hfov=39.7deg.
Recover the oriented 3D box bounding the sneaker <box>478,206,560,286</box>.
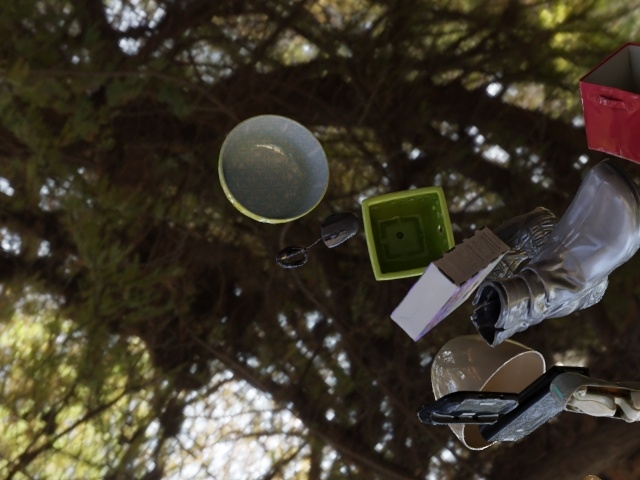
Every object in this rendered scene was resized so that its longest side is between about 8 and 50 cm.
[{"bbox_3d":[0.443,0.014,2.127,0.109,0.286,0.130,60,-168,-24],"label":"sneaker"}]

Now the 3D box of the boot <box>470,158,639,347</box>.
[{"bbox_3d":[0.356,0.040,1.366,0.223,0.338,0.118,-21,-129,-18],"label":"boot"}]

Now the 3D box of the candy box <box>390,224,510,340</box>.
[{"bbox_3d":[0.241,0.077,1.644,0.070,0.165,0.196,45,-137,14],"label":"candy box"}]

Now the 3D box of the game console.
[{"bbox_3d":[0.333,0.296,1.618,0.361,0.213,0.044,10,-137,-42],"label":"game console"}]

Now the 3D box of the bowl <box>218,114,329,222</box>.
[{"bbox_3d":[-0.137,-0.168,2.319,0.290,0.156,0.289,5,-106,-18],"label":"bowl"}]

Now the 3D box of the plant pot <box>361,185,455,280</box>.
[{"bbox_3d":[0.233,-0.014,2.440,0.207,0.227,0.228,102,158,-86],"label":"plant pot"}]

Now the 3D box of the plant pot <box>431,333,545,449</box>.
[{"bbox_3d":[0.383,0.341,2.178,0.284,0.284,0.191,5,-156,-45],"label":"plant pot"}]

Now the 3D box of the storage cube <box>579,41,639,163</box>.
[{"bbox_3d":[0.731,-0.312,2.022,0.215,0.193,0.184,-36,-142,-22],"label":"storage cube"}]

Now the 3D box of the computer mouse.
[{"bbox_3d":[0.000,0.000,2.105,0.242,0.041,0.071,-32,-67,-25],"label":"computer mouse"}]

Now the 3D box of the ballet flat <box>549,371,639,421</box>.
[{"bbox_3d":[0.467,0.260,1.408,0.213,0.072,0.068,11,-158,-13],"label":"ballet flat"}]

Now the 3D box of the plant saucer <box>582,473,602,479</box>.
[{"bbox_3d":[0.370,0.358,1.193,0.083,0.015,0.083,27,-133,-33],"label":"plant saucer"}]
